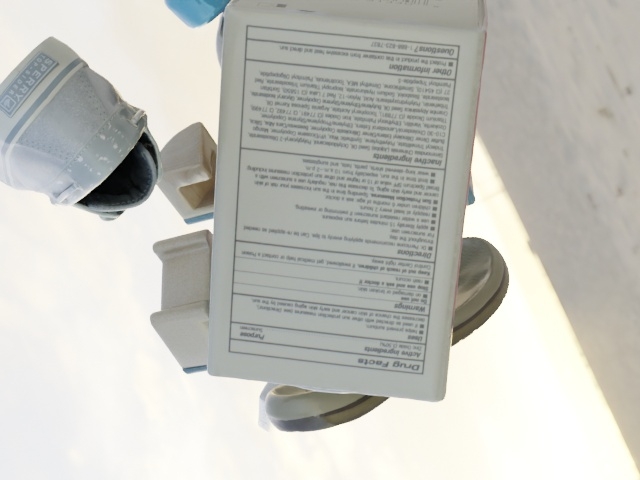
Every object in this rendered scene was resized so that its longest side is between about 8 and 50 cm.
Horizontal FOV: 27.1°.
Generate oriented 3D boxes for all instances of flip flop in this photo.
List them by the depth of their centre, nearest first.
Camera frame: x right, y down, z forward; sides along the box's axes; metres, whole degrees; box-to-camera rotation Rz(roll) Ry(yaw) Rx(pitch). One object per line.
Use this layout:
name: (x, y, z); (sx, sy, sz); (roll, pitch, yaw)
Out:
flip flop: (0.049, 0.053, 1.001); (0.277, 0.112, 0.080); (-33, -79, -44)

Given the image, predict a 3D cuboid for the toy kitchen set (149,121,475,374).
toy kitchen set: (0.000, 0.000, 0.922); (0.122, 0.207, 0.166); (57, -156, -53)

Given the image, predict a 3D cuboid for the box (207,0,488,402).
box: (0.017, -0.036, 0.818); (0.127, 0.148, 0.232); (-72, -12, -69)

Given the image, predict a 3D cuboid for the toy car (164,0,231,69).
toy car: (0.028, -0.232, 1.199); (0.219, 0.238, 0.210); (44, -133, -23)

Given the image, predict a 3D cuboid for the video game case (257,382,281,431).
video game case: (-0.011, 0.103, 1.268); (0.019, 0.157, 0.143); (32, 163, 7)

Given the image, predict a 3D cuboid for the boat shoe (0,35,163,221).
boat shoe: (-0.126, -0.044, 0.705); (0.081, 0.079, 0.227); (42, 174, -3)
